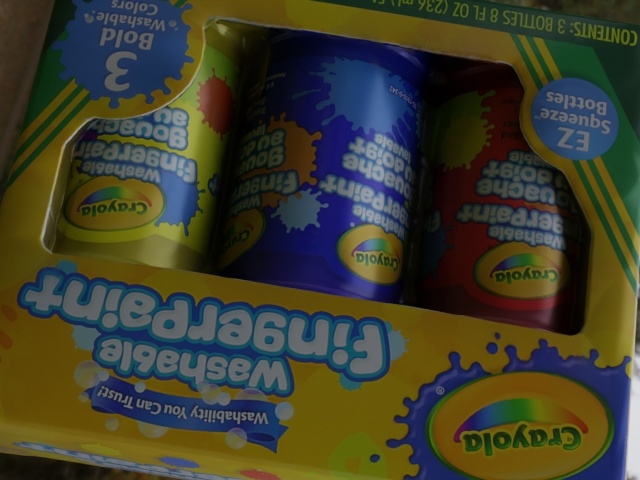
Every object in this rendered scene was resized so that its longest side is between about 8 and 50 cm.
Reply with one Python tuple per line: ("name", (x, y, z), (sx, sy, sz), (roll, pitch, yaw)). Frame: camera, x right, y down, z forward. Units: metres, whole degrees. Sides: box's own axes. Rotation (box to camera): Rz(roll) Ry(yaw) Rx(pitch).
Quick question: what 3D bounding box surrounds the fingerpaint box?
("fingerpaint box", (0.000, 0.000, 0.845), (0.163, 0.444, 0.371), (97, 2, -70))
